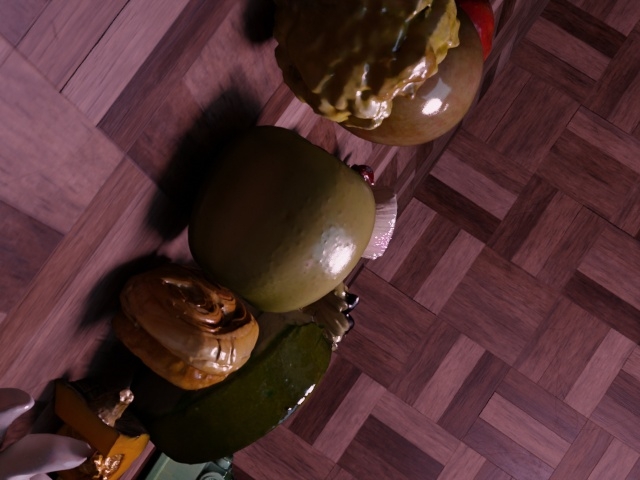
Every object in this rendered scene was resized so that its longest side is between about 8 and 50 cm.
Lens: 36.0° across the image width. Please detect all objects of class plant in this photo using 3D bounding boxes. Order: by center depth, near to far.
[{"bbox_3d":[-0.037,0.096,1.910,0.306,0.261,0.297,-45,172,18],"label":"plant"}]

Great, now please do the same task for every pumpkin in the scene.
[{"bbox_3d":[-0.331,0.275,1.490,0.126,0.131,0.248,-37,165,-39],"label":"pumpkin"}]

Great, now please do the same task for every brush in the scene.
[{"bbox_3d":[0.054,0.002,2.082,0.174,0.166,0.267,-169,-91,-76],"label":"brush"}]

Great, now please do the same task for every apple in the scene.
[{"bbox_3d":[-0.058,-0.033,1.409,0.279,0.279,0.279,-54,170,-13],"label":"apple"},{"bbox_3d":[0.113,-0.270,1.477,0.257,0.257,0.234,-56,162,2],"label":"apple"}]

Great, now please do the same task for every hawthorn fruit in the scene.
[{"bbox_3d":[0.238,-0.412,1.877,0.185,0.185,0.202,-56,155,0],"label":"hawthorn fruit"}]

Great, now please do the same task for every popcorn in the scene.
[{"bbox_3d":[0.059,-0.269,1.268,0.249,0.249,0.225,-59,167,20],"label":"popcorn"}]

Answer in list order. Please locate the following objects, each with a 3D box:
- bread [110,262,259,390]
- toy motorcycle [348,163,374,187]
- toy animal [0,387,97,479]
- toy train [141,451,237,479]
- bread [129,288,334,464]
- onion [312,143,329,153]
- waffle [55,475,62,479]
[{"bbox_3d":[-0.191,0.120,1.430,0.120,0.198,0.236,-52,172,13],"label":"bread"},{"bbox_3d":[0.059,-0.111,2.275,0.122,0.082,0.213,-41,175,-21],"label":"toy motorcycle"},{"bbox_3d":[-0.401,0.338,1.219,0.247,0.183,0.310,-57,167,-26],"label":"toy animal"},{"bbox_3d":[-0.337,0.608,2.354,0.301,0.202,0.120,-57,172,4],"label":"toy train"},{"bbox_3d":[-0.147,0.200,1.646,0.382,0.129,0.366,-22,-156,31],"label":"bread"},{"bbox_3d":[-0.032,-0.082,1.712,0.177,0.153,0.177,-39,143,-36],"label":"onion"},{"bbox_3d":[-0.411,0.407,1.764,0.254,0.052,0.245,-50,167,-39],"label":"waffle"}]
